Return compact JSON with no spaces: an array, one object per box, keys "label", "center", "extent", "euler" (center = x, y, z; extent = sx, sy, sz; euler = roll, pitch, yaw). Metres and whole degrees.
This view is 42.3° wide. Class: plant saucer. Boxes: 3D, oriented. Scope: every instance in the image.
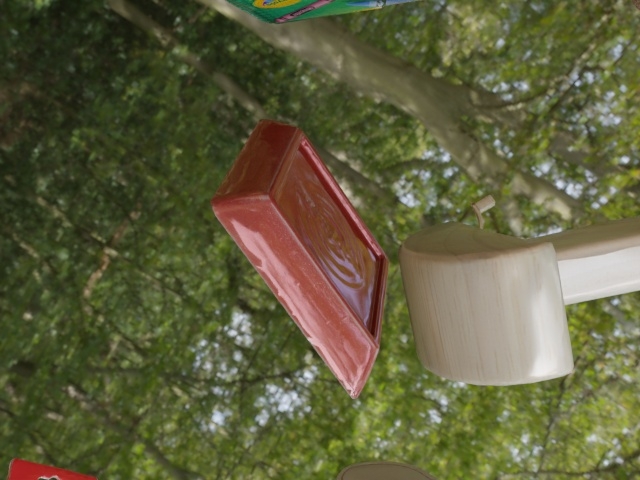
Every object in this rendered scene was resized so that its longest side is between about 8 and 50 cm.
[{"label":"plant saucer","center":[0.000,0.000,0.911],"extent":[0.048,0.258,0.259],"euler":[-28,-160,21]}]

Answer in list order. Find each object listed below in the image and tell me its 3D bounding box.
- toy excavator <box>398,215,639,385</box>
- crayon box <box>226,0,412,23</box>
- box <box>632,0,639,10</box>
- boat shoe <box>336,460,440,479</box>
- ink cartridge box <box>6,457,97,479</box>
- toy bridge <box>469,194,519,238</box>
[{"label":"toy excavator","center":[0.332,0.000,0.490],"extent":[0.433,0.222,0.445],"euler":[-20,-168,-37]},{"label":"crayon box","center":[0.064,-0.257,0.567],"extent":[0.278,0.081,0.165],"euler":[-1,-93,27]},{"label":"box","center":[0.527,-0.420,1.104],"extent":[0.257,0.128,0.122],"euler":[-32,-123,14]},{"label":"boat shoe","center":[0.138,0.326,0.972],"extent":[0.255,0.079,0.095],"euler":[7,-153,21]},{"label":"ink cartridge box","center":[-0.379,0.412,1.061],"extent":[0.078,0.134,0.231],"euler":[-26,-131,41]},{"label":"toy bridge","center":[0.286,0.017,1.295],"extent":[0.063,0.188,0.026],"euler":[-31,163,-1]}]
